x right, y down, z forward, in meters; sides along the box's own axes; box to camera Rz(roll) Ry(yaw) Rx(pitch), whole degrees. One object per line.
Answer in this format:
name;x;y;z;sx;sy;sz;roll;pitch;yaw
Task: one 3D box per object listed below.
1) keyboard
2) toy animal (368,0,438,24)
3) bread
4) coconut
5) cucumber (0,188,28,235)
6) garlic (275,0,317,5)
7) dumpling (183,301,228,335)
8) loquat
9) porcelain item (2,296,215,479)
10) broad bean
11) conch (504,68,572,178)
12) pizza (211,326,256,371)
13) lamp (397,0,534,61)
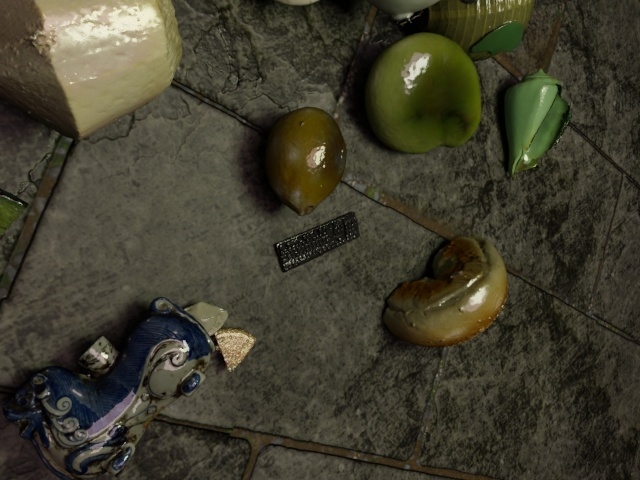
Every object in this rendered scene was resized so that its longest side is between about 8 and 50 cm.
keyboard;0.000;0.000;1.080;0.195;0.018;0.060;-25;109;-30
toy animal;0.136;-0.553;0.969;0.251;0.251;0.310;14;66;-34
bread;0.309;0.118;1.193;0.314;0.192;0.171;-42;113;-25
coconut;-0.327;-0.264;0.711;0.244;0.239;0.239;-36;112;-28
cucumber;-0.498;-0.079;0.710;0.211;0.062;0.078;30;110;-38
garlic;-0.081;-0.515;0.894;0.203;0.185;0.281;-39;117;-2
dumpling;-0.203;0.135;0.936;0.052;0.057;0.076;46;43;19
loquat;-0.027;-0.141;0.975;0.152;0.152;0.195;4;78;-35
porcelain item;-0.305;0.212;0.827;0.186;0.138;0.288;47;71;-9
broad bean;0.213;-0.285;1.115;0.291;0.119;0.238;24;111;-37
conch;0.535;-0.291;1.356;0.143;0.137;0.251;-23;106;-32
pizza;-0.160;0.193;0.975;0.083;0.025;0.078;18;78;-27
lamp;0.287;-0.487;1.122;0.284;0.250;0.250;-18;104;-9
